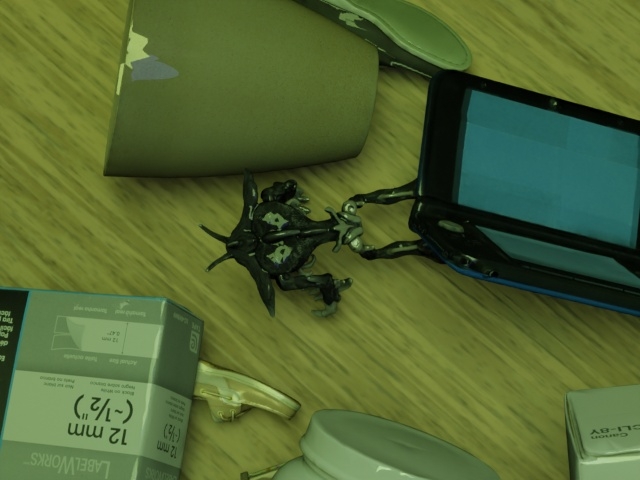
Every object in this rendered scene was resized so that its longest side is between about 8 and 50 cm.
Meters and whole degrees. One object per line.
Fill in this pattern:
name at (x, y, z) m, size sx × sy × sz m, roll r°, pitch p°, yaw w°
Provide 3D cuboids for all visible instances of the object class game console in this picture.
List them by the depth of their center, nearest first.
game console at (0.257, -0.047, 1.678) m, size 0.293 × 0.250 × 0.173 m, roll 13°, pitch 102°, yaw -15°

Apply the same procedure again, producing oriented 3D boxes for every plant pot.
plant pot at (-0.083, -0.173, 1.763) m, size 0.274 × 0.256 × 0.256 m, roll 10°, pitch 76°, yaw -9°

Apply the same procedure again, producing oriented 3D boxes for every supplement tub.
supplement tub at (0.032, 0.343, 1.548) m, size 0.228 × 0.228 × 0.316 m, roll 20°, pitch 97°, yaw 10°

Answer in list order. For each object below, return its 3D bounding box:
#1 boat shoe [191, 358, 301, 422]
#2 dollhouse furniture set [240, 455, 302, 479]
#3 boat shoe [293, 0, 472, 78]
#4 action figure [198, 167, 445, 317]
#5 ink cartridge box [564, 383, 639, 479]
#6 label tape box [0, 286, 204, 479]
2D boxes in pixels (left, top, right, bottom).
boat shoe at (-0.105, 0.170, 1.755) m, size 0.170 × 0.063 × 0.059 m, roll 18°, pitch 80°, yaw 19°
dollhouse furniture set at (0.026, 0.302, 1.710) m, size 0.182 × 0.101 × 0.161 m, roll -18°, pitch 99°, yaw -1°
boat shoe at (0.065, -0.240, 1.842) m, size 0.228 × 0.068 × 0.081 m, roll 31°, pitch 40°, yaw 8°
action figure at (0.000, 0.000, 1.750) m, size 0.276 × 0.141 × 0.164 m, roll -8°, pitch 77°, yaw -13°
ink cartridge box at (0.390, 0.327, 1.529) m, size 0.279 × 0.160 × 0.384 m, roll -7°, pitch 108°, yaw 4°
label tape box at (-0.280, 0.229, 1.701) m, size 0.249 × 0.115 × 0.347 m, roll 4°, pitch 74°, yaw 20°
